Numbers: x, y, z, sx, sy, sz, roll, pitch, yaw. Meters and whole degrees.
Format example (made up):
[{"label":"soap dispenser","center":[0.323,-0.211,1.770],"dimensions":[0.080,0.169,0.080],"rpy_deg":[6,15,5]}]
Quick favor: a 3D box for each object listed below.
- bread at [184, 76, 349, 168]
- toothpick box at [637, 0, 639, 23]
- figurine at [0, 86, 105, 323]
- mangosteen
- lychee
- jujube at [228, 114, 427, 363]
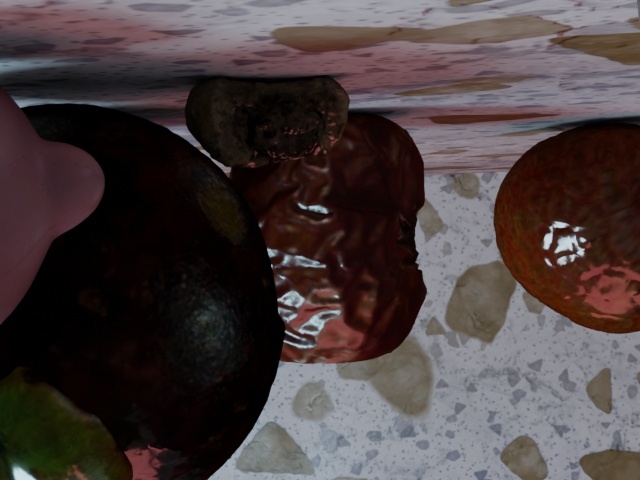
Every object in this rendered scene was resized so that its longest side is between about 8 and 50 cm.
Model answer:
[{"label":"bread","center":[-0.039,-0.081,0.911],"dimensions":[0.113,0.060,0.082],"rpy_deg":[-4,179,-19]},{"label":"toothpick box","center":[0.162,-0.065,0.310],"dimensions":[0.149,0.098,0.098],"rpy_deg":[-1,-179,33]},{"label":"figurine","center":[-0.220,-0.020,0.678],"dimensions":[0.173,0.173,0.173],"rpy_deg":[-3,-179,0]},{"label":"mangosteen","center":[-0.174,0.059,0.873],"dimensions":[0.311,0.311,0.311],"rpy_deg":[-3,-179,0]},{"label":"lychee","center":[0.320,-0.017,1.491],"dimensions":[0.255,0.255,0.300],"rpy_deg":[-3,171,-23]},{"label":"jujube","center":[0.000,0.000,1.234],"dimensions":[0.213,0.232,0.213],"rpy_deg":[-4,-177,0]}]
